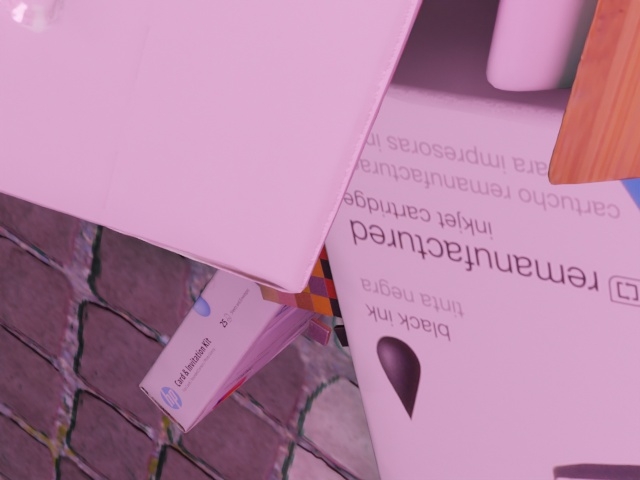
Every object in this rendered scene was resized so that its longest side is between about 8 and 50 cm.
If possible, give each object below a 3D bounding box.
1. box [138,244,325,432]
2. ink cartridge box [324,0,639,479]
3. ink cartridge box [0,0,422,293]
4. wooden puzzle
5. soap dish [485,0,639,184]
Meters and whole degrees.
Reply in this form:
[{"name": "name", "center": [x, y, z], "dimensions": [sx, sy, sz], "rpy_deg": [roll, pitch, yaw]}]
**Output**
[{"name": "box", "center": [0.000, 0.000, 0.936], "dimensions": [0.038, 0.145, 0.186], "rpy_deg": [44, 142, 8]}, {"name": "ink cartridge box", "center": [0.177, 0.084, 0.820], "dimensions": [0.285, 0.166, 0.395], "rpy_deg": [11, 128, 36]}, {"name": "ink cartridge box", "center": [0.000, -0.174, 0.567], "dimensions": [0.131, 0.306, 0.226], "rpy_deg": [19, 141, -2]}, {"name": "wooden puzzle", "center": [-0.009, 0.008, 0.829], "dimensions": [0.049, 0.006, 0.083], "rpy_deg": [12, 129, 36]}, {"name": "soap dish", "center": [0.151, -0.182, 0.596], "dimensions": [0.118, 0.229, 0.291], "rpy_deg": [19, 135, 8]}]
